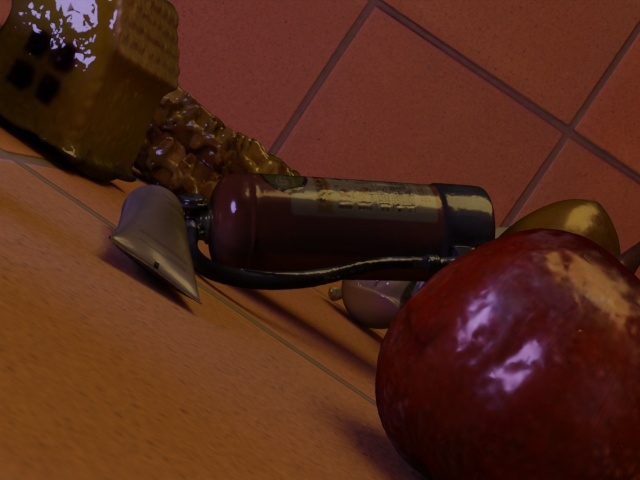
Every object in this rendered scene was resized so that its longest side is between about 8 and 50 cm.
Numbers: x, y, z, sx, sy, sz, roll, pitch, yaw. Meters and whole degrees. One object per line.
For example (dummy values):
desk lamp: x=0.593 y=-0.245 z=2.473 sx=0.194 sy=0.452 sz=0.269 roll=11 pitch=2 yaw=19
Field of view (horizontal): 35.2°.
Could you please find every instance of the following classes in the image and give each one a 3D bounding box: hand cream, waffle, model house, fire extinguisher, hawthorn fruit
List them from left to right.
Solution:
model house: x=-0.250 y=-0.205 z=1.133 sx=0.175 sy=0.234 sz=0.193 roll=34 pitch=4 yaw=13
hand cream: x=-0.139 y=-0.003 z=0.841 sx=0.087 sy=0.054 sz=0.186 roll=38 pitch=7 yaw=-18
waffle: x=-0.147 y=-0.099 z=1.456 sx=0.324 sy=0.151 sz=0.261 roll=40 pitch=0 yaw=35
fire extinguisher: x=0.000 y=-0.011 z=1.057 sx=0.376 sy=0.113 sz=0.200 roll=2 pitch=3 yaw=-12
hawthorn fruit: x=0.179 y=0.082 z=0.733 sx=0.242 sy=0.271 sz=0.242 roll=27 pitch=-5 yaw=3

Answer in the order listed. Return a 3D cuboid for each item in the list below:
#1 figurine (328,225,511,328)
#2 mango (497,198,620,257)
figurine: x=0.178 y=0.105 z=1.428 sx=0.394 sy=0.274 sz=0.226 roll=7 pitch=23 yaw=41
mango: x=0.263 y=0.110 z=1.161 sx=0.211 sy=0.317 sz=0.173 roll=-1 pitch=7 yaw=-26
